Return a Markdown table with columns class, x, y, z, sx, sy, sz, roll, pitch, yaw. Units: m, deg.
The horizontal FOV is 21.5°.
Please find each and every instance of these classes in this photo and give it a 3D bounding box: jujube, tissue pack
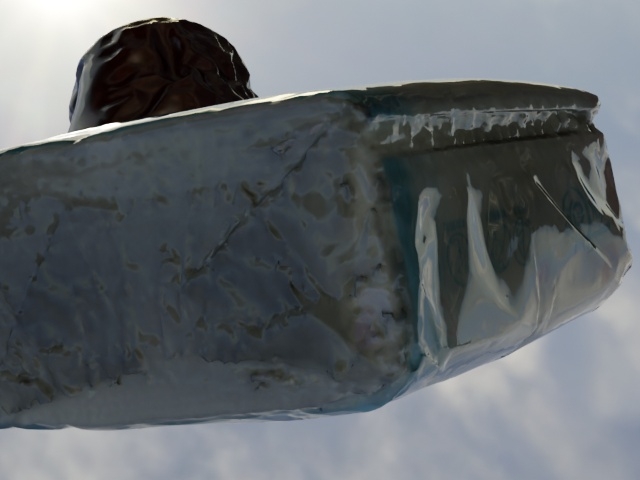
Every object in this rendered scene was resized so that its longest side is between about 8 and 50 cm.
| class | x | y | z | sx | sy | sz | roll | pitch | yaw |
| --- | --- | --- | --- | --- | --- | --- | --- | --- | --- |
| jujube | -0.101 | -0.056 | 1.121 | 0.155 | 0.155 | 0.230 | 9 | -136 | -19 |
| tissue pack | -0.002 | 0.000 | 0.714 | 0.201 | 0.124 | 0.271 | -4 | -175 | 28 |
